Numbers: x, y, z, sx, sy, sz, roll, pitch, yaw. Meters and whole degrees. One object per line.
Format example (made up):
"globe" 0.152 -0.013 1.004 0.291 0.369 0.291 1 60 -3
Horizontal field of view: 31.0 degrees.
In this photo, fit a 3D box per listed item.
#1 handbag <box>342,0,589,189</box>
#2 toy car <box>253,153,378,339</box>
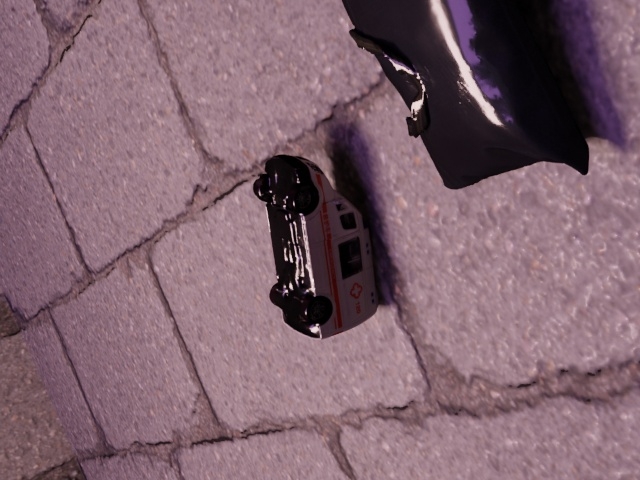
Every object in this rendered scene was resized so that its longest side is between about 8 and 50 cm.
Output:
"handbag" 0.107 -0.159 0.981 0.254 0.089 0.211 61 157 -13
"toy car" 0.000 0.000 1.268 0.089 0.108 0.209 20 123 56
